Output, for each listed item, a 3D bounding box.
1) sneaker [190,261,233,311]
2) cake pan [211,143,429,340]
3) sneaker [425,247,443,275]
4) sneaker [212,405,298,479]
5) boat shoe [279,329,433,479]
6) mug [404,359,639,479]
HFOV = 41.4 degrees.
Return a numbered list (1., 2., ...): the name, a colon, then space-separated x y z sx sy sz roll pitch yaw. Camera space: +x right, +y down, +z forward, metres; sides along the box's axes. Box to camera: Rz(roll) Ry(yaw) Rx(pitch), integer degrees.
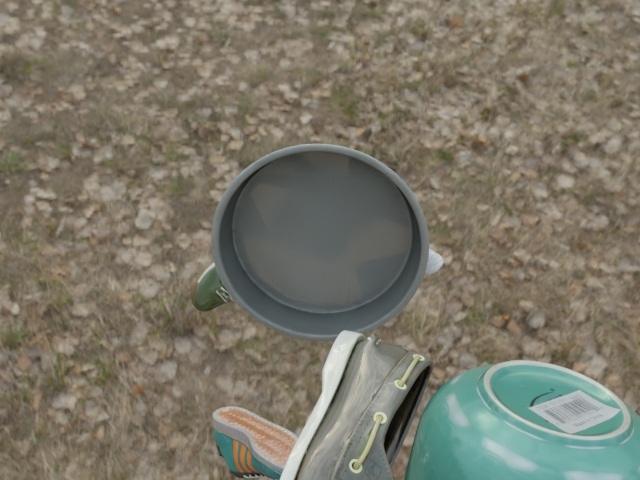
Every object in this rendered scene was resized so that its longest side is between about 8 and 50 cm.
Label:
1. sneaker: -0.133 0.062 1.400 0.192 0.064 0.086 -42 39 5
2. cake pan: 0.000 0.000 1.156 0.293 0.293 0.054 9 26 0
3. sneaker: 0.155 0.016 1.508 0.054 0.061 0.152 -52 28 -14
4. sneaker: -0.128 0.464 1.823 0.108 0.121 0.302 -13 20 -35
5. boat shoe: 0.026 0.196 0.709 0.091 0.109 0.305 8 40 13
6. mug: 0.113 0.118 0.455 0.129 0.097 0.158 10 21 3
